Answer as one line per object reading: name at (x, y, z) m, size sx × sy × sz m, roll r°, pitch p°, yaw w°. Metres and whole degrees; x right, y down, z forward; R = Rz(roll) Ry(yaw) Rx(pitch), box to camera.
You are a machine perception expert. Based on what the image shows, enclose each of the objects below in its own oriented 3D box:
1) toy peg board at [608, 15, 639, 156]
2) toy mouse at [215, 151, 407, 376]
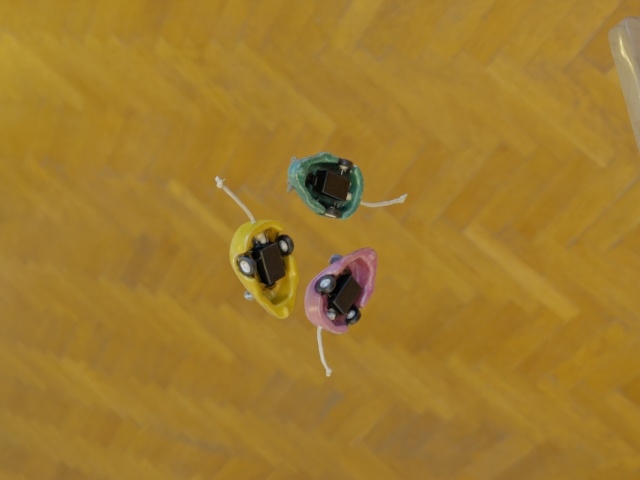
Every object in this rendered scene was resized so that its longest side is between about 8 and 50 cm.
toy peg board at (0.242, -0.044, 0.635) m, size 0.079 × 0.161 × 0.160 m, roll -35°, pitch 60°, yaw 54°
toy mouse at (0.000, 0.000, 0.831) m, size 0.031 × 0.143 × 0.161 m, roll 6°, pitch 123°, yaw 45°
